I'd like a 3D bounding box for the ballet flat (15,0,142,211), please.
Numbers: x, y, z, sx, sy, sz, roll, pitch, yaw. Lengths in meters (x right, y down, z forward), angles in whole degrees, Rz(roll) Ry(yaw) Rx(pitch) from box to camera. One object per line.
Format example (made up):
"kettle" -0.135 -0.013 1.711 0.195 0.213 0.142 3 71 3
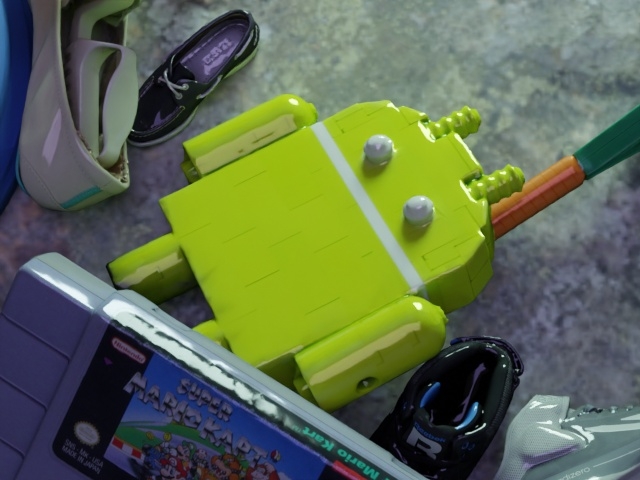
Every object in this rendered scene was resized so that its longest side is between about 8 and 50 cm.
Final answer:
"ballet flat" -0.158 -0.142 1.060 0.086 0.086 0.248 -1 76 1

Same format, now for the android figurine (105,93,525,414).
"android figurine" 0.000 0.000 1.003 0.272 0.056 0.248 -26 51 -2

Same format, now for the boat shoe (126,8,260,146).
"boat shoe" -0.093 -0.117 1.080 0.125 0.038 0.046 -39 78 -9

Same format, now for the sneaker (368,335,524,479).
"sneaker" 0.049 0.147 0.959 0.079 0.121 0.217 32 77 10

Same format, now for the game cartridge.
"game cartridge" -0.072 0.186 0.928 0.355 0.068 0.230 31 114 10

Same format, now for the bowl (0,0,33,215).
"bowl" -0.396 -0.114 1.067 0.391 0.077 0.391 0 74 1

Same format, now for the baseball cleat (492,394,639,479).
"baseball cleat" 0.198 0.122 0.990 0.206 0.072 0.109 -27 51 -21

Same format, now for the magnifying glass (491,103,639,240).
"magnifying glass" 0.198 -0.062 1.043 0.231 0.092 0.026 -31 79 3
